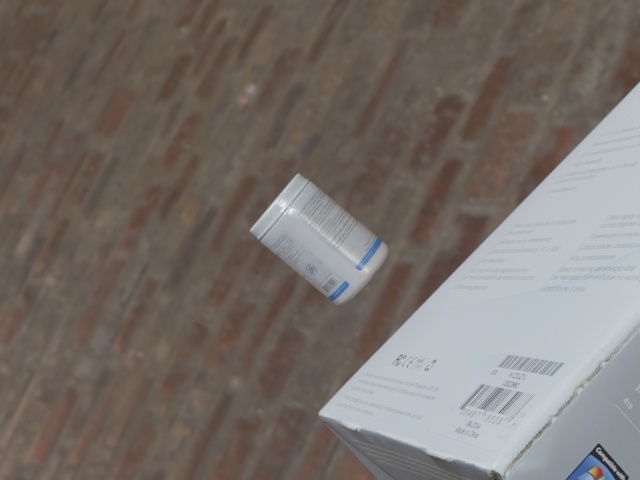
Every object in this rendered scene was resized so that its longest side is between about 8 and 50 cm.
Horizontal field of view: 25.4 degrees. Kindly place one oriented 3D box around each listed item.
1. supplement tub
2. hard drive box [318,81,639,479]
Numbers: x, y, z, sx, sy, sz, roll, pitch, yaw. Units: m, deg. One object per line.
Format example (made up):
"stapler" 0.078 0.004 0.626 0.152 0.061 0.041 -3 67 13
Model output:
"supplement tub" 0.000 0.000 1.243 0.071 0.107 0.071 -49 3 4
"hard drive box" 0.130 0.018 0.509 0.232 0.089 0.181 -45 11 -12
